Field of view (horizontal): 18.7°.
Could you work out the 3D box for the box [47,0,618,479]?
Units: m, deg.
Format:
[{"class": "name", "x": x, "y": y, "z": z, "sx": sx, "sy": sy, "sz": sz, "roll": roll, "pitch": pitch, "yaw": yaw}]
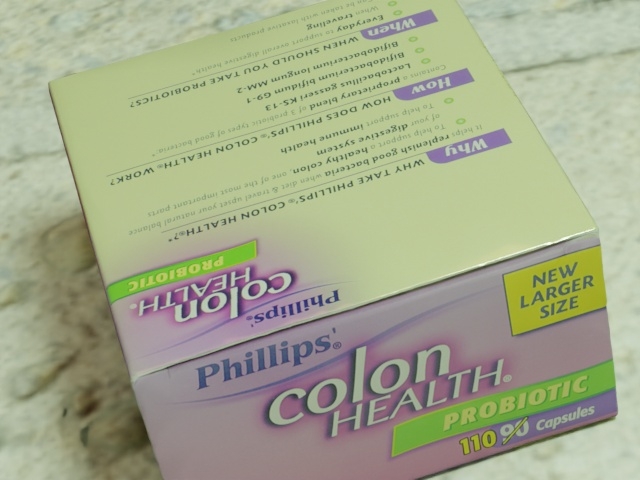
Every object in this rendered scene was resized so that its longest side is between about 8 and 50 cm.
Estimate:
[{"class": "box", "x": 0.000, "y": 0.000, "z": 0.948, "sx": 0.214, "sy": 0.117, "sz": 0.243, "roll": -17, "pitch": 39, "yaw": -6}]
